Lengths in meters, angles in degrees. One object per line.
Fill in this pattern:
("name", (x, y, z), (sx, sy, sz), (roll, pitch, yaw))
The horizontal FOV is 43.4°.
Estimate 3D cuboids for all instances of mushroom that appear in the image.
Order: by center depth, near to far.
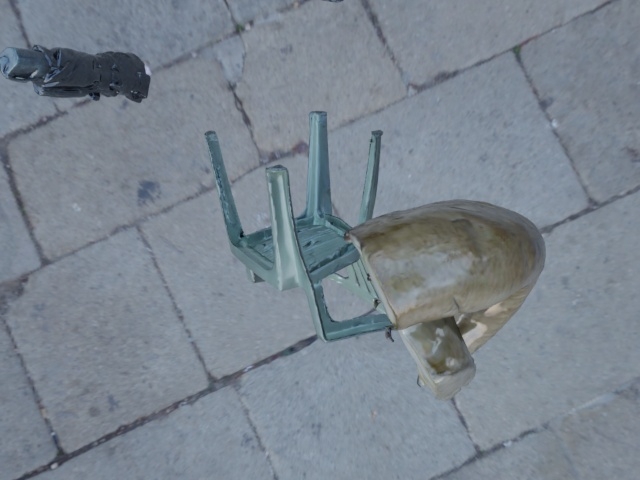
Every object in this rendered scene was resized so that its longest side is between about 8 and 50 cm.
("mushroom", (0.119, 0.033, 0.675), (0.151, 0.285, 0.156), (-28, 70, 3))

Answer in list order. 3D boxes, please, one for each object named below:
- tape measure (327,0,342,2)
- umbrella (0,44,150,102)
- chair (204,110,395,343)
("tape measure", (-0.002, -0.367, 0.905), (0.236, 0.120, 0.197), (26, 62, 40))
("umbrella", (-0.299, -0.209, 0.986), (0.059, 0.236, 0.066), (-41, 77, 25))
("chair", (0.000, 0.000, 0.947), (0.191, 0.203, 0.274), (-18, 118, -25))
